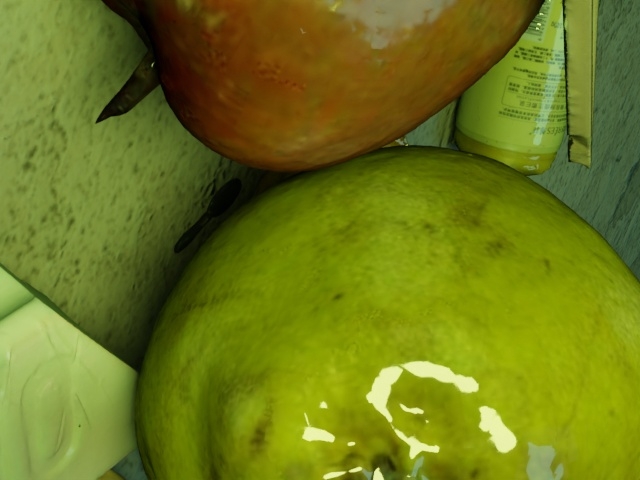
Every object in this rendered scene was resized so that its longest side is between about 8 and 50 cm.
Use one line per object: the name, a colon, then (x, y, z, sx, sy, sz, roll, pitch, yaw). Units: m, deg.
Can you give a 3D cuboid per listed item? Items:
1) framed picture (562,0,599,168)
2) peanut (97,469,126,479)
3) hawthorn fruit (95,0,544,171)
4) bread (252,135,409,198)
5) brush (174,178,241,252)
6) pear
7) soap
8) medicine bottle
framed picture: (0.153, -0.196, 0.698, 0.289, 0.020, 0.211, 62, 33, -65)
peanut: (-0.172, 0.254, 0.934, 0.099, 0.100, 0.214, -45, 142, -34)
hawthorn fruit: (-0.015, -0.166, 0.702, 0.301, 0.268, 0.268, -49, 152, 3)
bread: (0.000, 0.000, 1.003, 0.233, 0.088, 0.160, -46, 120, -11)
brush: (-0.089, -0.020, 0.955, 0.083, 0.008, 0.024, -50, 150, -26)
pear: (0.053, 0.099, 0.797, 0.413, 0.352, 0.351, 30, 85, -83)
soap: (-0.239, 0.128, 0.719, 0.289, 0.095, 0.172, -36, 141, -43)
medicine bottle: (0.210, -0.183, 1.233, 0.124, 0.124, 0.238, -24, 132, -52)
